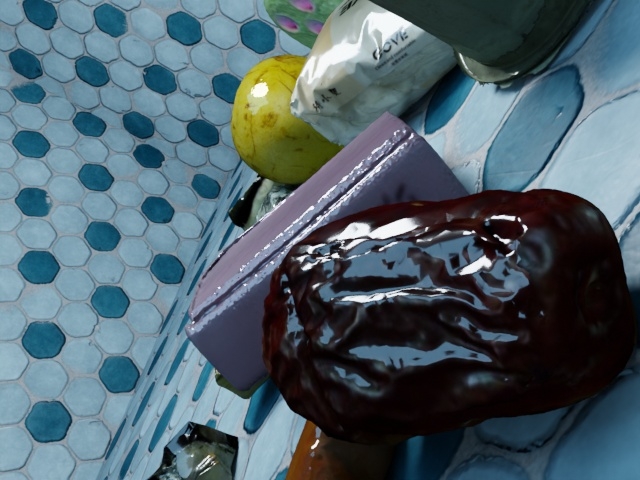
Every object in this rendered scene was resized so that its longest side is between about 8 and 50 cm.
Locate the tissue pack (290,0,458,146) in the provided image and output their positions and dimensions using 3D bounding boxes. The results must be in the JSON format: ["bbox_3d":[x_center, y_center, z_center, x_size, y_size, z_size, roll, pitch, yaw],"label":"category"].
[{"bbox_3d":[0.137,-0.367,1.300,0.376,0.195,0.390,-35,27,34],"label":"tissue pack"}]

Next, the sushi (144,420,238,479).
[{"bbox_3d":[-0.234,0.436,1.210,0.273,0.134,0.109,-50,46,9],"label":"sushi"}]

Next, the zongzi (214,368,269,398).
[{"bbox_3d":[-0.069,0.120,1.262,0.228,0.115,0.256,-48,8,34],"label":"zongzi"}]

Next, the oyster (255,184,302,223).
[{"bbox_3d":[-0.077,-0.043,1.582,0.268,0.112,0.198,-37,27,54],"label":"oyster"}]

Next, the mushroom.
[{"bbox_3d":[-0.099,-0.122,1.821,0.247,0.130,0.344,-41,-2,-44],"label":"mushroom"}]

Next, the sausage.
[{"bbox_3d":[0.004,0.264,0.683,0.094,0.097,0.348,-39,25,42],"label":"sausage"}]

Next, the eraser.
[{"bbox_3d":[0.000,0.000,0.958,0.359,0.122,0.272,-39,16,8],"label":"eraser"}]

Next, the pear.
[{"bbox_3d":[-0.051,-0.250,1.544,0.280,0.281,0.280,-56,14,22],"label":"pear"}]

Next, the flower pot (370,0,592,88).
[{"bbox_3d":[0.163,-0.357,0.878,0.290,0.259,0.290,-41,41,49],"label":"flower pot"}]

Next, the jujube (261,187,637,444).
[{"bbox_3d":[0.090,0.058,0.601,0.342,0.216,0.216,-24,39,57],"label":"jujube"}]

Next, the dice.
[{"bbox_3d":[0.061,-0.676,1.896,0.322,0.319,0.330,-66,13,-13],"label":"dice"}]
